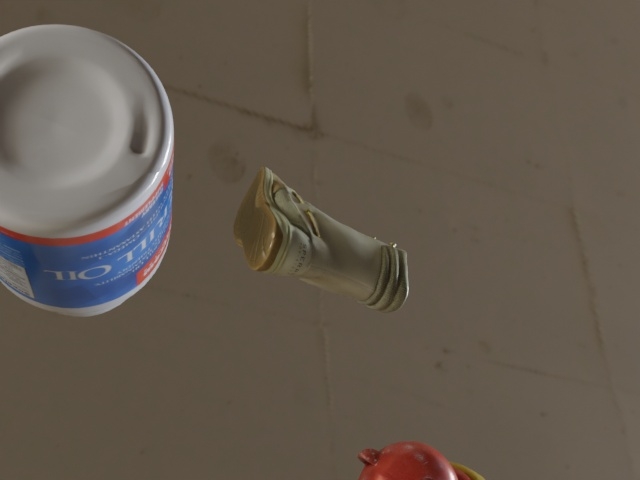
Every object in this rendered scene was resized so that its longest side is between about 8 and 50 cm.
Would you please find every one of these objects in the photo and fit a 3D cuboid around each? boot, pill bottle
[{"bbox_3d":[0.000,0.000,1.111,0.165,0.077,0.213,20,-164,-17],"label":"boot"},{"bbox_3d":[-0.152,-0.026,0.653,0.124,0.221,0.124,2,-109,-7],"label":"pill bottle"}]

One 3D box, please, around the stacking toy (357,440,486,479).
[{"bbox_3d":[0.134,0.312,0.872,0.130,0.309,0.279,54,-126,-46],"label":"stacking toy"}]
